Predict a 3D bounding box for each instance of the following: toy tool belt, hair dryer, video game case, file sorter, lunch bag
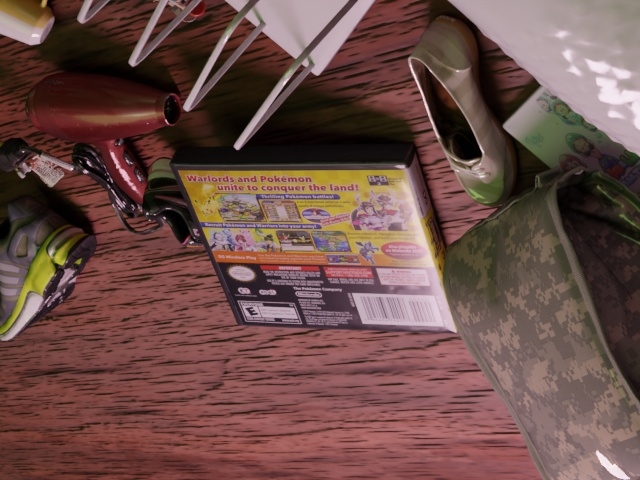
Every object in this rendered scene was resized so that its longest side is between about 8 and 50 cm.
[{"bbox_3d":[-0.149,-0.259,1.742,0.083,0.052,0.051,46,178,-5],"label":"toy tool belt"},{"bbox_3d":[-0.242,-0.117,1.996,0.223,0.080,0.293,25,153,-17],"label":"hair dryer"},{"bbox_3d":[0.000,0.000,1.855,0.275,0.035,0.248,1,133,24],"label":"video game case"},{"bbox_3d":[-0.109,-0.247,1.596,0.277,0.173,0.193,39,148,-2],"label":"file sorter"},{"bbox_3d":[0.255,0.076,1.614,0.287,0.169,0.235,60,153,3],"label":"lunch bag"},{"bbox_3d":[0.257,-0.098,1.561,0.143,0.019,0.157,40,147,-1],"label":"video game case"}]

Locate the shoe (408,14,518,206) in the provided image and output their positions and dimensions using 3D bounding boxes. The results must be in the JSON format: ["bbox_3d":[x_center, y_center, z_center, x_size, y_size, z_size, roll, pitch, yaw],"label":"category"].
[{"bbox_3d":[0.131,-0.111,1.631,0.076,0.058,0.219,11,138,36],"label":"shoe"}]

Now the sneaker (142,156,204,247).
[{"bbox_3d":[-0.128,-0.017,1.955,0.178,0.077,0.072,26,150,-10],"label":"sneaker"}]

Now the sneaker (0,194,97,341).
[{"bbox_3d":[-0.392,0.033,2.288,0.121,0.111,0.300,48,142,5],"label":"sneaker"}]

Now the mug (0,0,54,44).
[{"bbox_3d":[-0.332,-0.253,1.908,0.064,0.062,0.078,29,153,0],"label":"mug"}]

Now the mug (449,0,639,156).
[{"bbox_3d":[0.315,-0.206,1.176,0.328,0.276,0.374,39,126,-19],"label":"mug"}]
